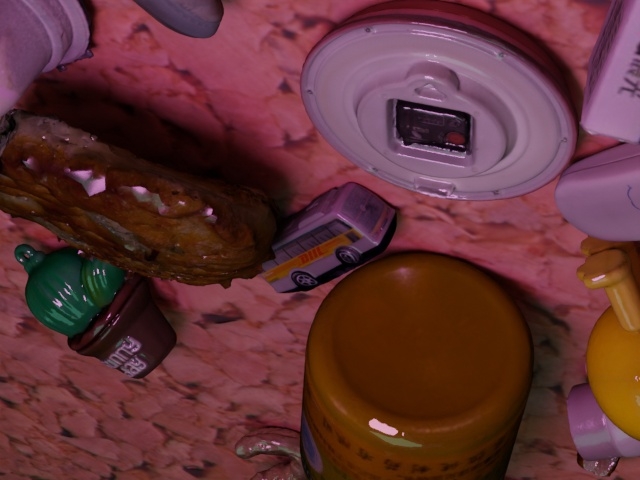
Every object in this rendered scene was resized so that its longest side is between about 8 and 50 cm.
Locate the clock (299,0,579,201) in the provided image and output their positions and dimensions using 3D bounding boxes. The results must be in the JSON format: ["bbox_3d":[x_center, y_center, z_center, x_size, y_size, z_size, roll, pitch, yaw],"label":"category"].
[{"bbox_3d":[0.101,-0.111,1.453,0.244,0.056,0.244,14,147,9],"label":"clock"}]

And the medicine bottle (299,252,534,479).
[{"bbox_3d":[0.089,0.199,1.770,0.224,0.224,0.384,15,148,7],"label":"medicine bottle"}]

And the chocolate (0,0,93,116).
[{"bbox_3d":[-0.316,-0.180,1.491,0.221,0.147,0.221,15,144,11],"label":"chocolate"}]

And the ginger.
[{"bbox_3d":[-0.017,0.325,2.164,0.149,0.065,0.258,7,143,16],"label":"ginger"}]

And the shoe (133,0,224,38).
[{"bbox_3d":[-0.149,-0.258,1.345,0.100,0.103,0.251,-46,135,9],"label":"shoe"}]

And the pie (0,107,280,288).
[{"bbox_3d":[-0.181,-0.033,1.621,0.288,0.103,0.355,19,168,-13],"label":"pie"}]

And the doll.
[{"bbox_3d":[0.339,0.151,1.575,0.145,0.199,0.363,-19,112,24],"label":"doll"}]

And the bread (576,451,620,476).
[{"bbox_3d":[0.306,0.227,1.844,0.043,0.062,0.109,18,145,4],"label":"bread"}]

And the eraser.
[{"bbox_3d":[0.284,-0.177,1.227,0.130,0.086,0.287,17,148,2],"label":"eraser"}]

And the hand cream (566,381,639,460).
[{"bbox_3d":[0.380,0.169,1.713,0.248,0.083,0.133,-13,138,28],"label":"hand cream"}]

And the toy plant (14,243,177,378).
[{"bbox_3d":[-0.249,0.065,1.865,0.200,0.105,0.143,42,135,-12],"label":"toy plant"}]

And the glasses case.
[{"bbox_3d":[0.305,-0.049,1.430,0.233,0.059,0.092,-12,137,42],"label":"glasses case"}]

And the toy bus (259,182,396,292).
[{"bbox_3d":[0.000,0.000,1.673,0.072,0.057,0.172,40,143,-16],"label":"toy bus"}]
